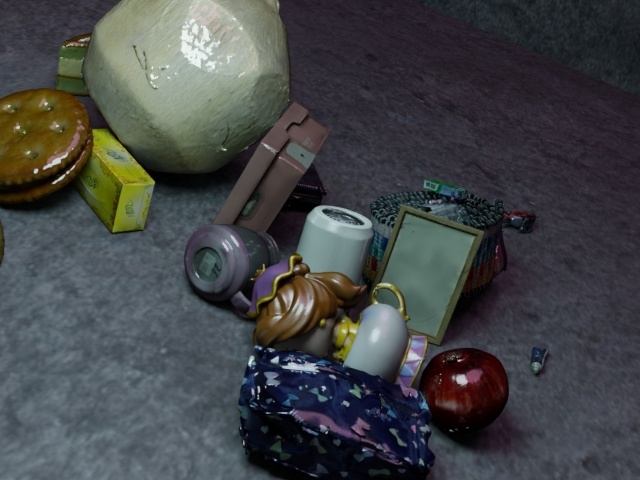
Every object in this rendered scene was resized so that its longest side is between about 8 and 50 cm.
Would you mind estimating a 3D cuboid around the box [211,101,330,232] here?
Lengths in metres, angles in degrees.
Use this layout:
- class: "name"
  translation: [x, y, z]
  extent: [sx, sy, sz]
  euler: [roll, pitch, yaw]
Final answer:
- class: "box"
  translation: [-0.086, -0.098, 1.531]
  extent: [0.086, 0.215, 0.215]
  euler: [33, 29, -3]

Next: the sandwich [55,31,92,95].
- class: "sandwich"
  translation: [-0.460, -0.374, 1.857]
  extent: [0.187, 0.117, 0.144]
  euler: [-3, 34, -31]

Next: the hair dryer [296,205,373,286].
- class: "hair dryer"
  translation: [0.000, 0.000, 1.496]
  extent: [0.107, 0.173, 0.357]
  euler: [15, 17, -10]

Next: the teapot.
- class: "teapot"
  translation: [-0.116, 0.036, 1.391]
  extent: [0.148, 0.116, 0.146]
  euler: [31, 21, 26]

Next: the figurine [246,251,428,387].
- class: "figurine"
  translation: [0.013, 0.124, 1.275]
  extent: [0.263, 0.142, 0.189]
  euler: [26, 73, -1]

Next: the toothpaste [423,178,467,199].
- class: "toothpaste"
  translation: [0.221, -0.091, 1.611]
  extent: [0.083, 0.017, 0.020]
  euler: [21, 25, 41]

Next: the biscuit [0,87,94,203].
- class: "biscuit"
  translation: [-0.469, -0.154, 1.448]
  extent: [0.220, 0.066, 0.220]
  euler: [-4, 50, 5]

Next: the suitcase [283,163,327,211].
- class: "suitcase"
  translation: [-0.042, -0.106, 1.716]
  extent: [0.086, 0.059, 0.126]
  euler: [9, 31, -21]

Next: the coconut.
- class: "coconut"
  translation: [-0.212, -0.303, 1.593]
  extent: [0.346, 0.360, 0.346]
  euler: [55, 3, -5]

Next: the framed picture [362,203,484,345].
- class: "framed picture"
  translation: [0.158, 0.056, 1.428]
  extent: [0.136, 0.201, 0.010]
  euler: [18, 17, -2]

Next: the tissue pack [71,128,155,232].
- class: "tissue pack"
  translation: [-0.347, -0.100, 1.488]
  extent: [0.062, 0.095, 0.176]
  euler: [-7, 39, -40]

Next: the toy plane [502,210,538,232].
- class: "toy plane"
  translation: [0.406, -0.045, 1.907]
  extent: [0.145, 0.037, 0.060]
  euler: [-6, 35, -39]

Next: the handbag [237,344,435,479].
- class: "handbag"
  translation: [0.021, 0.229, 1.150]
  extent: [0.260, 0.113, 0.162]
  euler: [18, 34, -5]

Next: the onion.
- class: "onion"
  translation: [0.201, 0.209, 1.281]
  extent: [0.131, 0.131, 0.131]
  euler: [15, 30, -9]

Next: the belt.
- class: "belt"
  translation: [0.195, 0.014, 1.566]
  extent: [0.207, 0.160, 0.295]
  euler: [16, 19, 28]

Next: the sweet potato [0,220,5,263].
- class: "sweet potato"
  translation: [-0.527, -0.124, 1.328]
  extent: [0.108, 0.079, 0.346]
  euler: [31, 40, -56]

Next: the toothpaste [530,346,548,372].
- class: "toothpaste"
  translation: [0.359, 0.196, 1.499]
  extent: [0.027, 0.019, 0.083]
  euler: [9, 23, 16]
